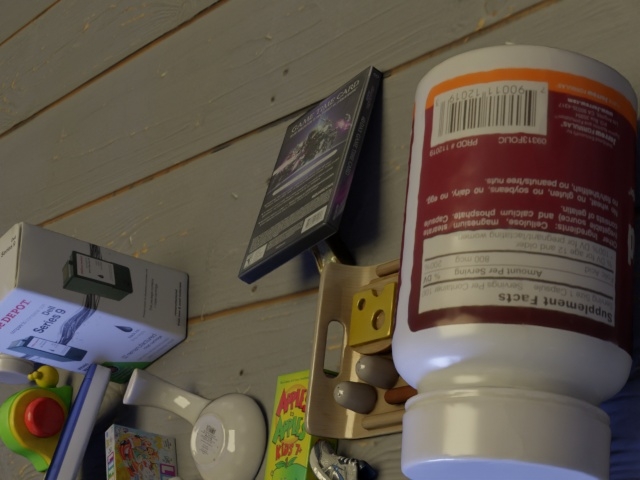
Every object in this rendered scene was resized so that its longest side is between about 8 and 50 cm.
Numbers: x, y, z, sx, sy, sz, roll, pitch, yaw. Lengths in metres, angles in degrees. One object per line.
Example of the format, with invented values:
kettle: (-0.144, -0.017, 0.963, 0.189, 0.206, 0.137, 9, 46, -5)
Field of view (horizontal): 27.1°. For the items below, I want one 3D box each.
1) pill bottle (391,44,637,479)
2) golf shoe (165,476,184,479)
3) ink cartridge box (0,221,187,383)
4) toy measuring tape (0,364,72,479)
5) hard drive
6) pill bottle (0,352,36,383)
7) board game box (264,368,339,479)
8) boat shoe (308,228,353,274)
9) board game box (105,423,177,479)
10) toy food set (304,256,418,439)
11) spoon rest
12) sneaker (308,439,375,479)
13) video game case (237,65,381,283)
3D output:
pill bottle: (0.186, 0.035, 1.263, 0.224, 0.224, 0.392, -20, 58, 52)
golf shoe: (-0.165, 0.373, 1.790, 0.086, 0.067, 0.186, -35, 31, -2)
ink cartridge box: (-0.381, 0.102, 2.037, 0.211, 0.289, 0.121, -36, 45, 43)
toy measuring tape: (-0.497, 0.367, 2.245, 0.121, 0.121, 0.330, -24, 54, 50)
hard drive: (-0.403, 0.372, 2.038, 0.210, 0.040, 0.319, 121, 167, -47)
pill bottle: (-0.560, 0.151, 2.452, 0.117, 0.117, 0.215, -25, 53, 50)
board game box: (-0.023, 0.254, 1.638, 0.092, 0.043, 0.181, -19, 58, 52)
boat shoe: (0.000, 0.000, 1.732, 0.045, 0.050, 0.135, -48, 38, 23)
board game box: (-0.253, 0.343, 1.889, 0.026, 0.103, 0.154, -45, 41, 36)
toy food set: (0.088, 0.098, 1.503, 0.306, 0.092, 0.220, -20, 58, 51)
spoon rest: (-0.163, 0.254, 1.843, 0.276, 0.084, 0.137, 25, 97, 45)
sneaker: (0.036, 0.274, 1.543, 0.058, 0.052, 0.135, -51, 43, 12)
video game case: (-0.013, -0.087, 1.757, 0.196, 0.026, 0.274, -31, 32, 46)
